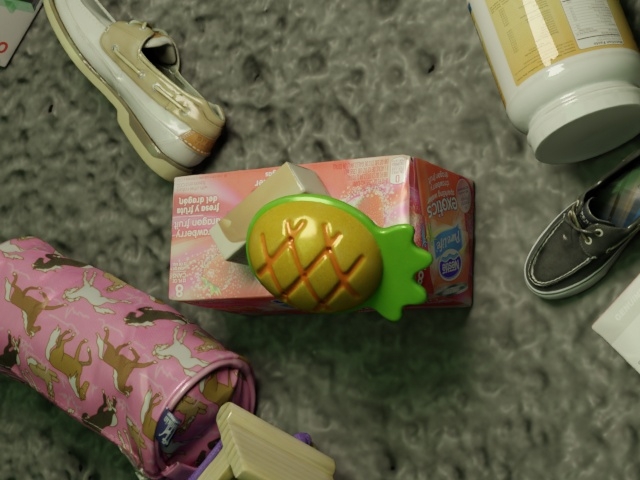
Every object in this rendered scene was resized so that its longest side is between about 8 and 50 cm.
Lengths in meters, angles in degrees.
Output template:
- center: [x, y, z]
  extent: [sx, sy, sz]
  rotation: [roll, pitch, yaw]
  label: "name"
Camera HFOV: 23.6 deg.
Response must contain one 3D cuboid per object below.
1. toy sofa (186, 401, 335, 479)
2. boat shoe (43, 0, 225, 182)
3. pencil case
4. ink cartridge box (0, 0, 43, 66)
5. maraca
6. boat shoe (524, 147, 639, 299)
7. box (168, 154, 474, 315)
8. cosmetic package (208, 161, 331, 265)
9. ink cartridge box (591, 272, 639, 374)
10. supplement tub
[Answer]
- center: [-0.143, 0.345, 1.629]
  extent: [0.362, 0.150, 0.177]
  rotation: [-51, 27, 14]
  label: "toy sofa"
- center: [-0.220, -0.213, 1.854]
  extent: [0.103, 0.113, 0.302]
  rotation: [-43, 73, 17]
  label: "boat shoe"
- center: [-0.259, 0.134, 1.781]
  extent: [0.386, 0.167, 0.160]
  rotation: [28, 129, 33]
  label: "pencil case"
- center: [-0.433, -0.382, 1.956]
  extent: [0.117, 0.201, 0.278]
  rotation: [39, 102, 31]
  label: "ink cartridge box"
- center: [0.016, 0.018, 1.487]
  extent: [0.186, 0.099, 0.127]
  rotation: [12, 121, 11]
  label: "maraca"
- center: [0.285, -0.026, 1.517]
  extent: [0.228, 0.076, 0.080]
  rotation: [-37, 64, 21]
  label: "boat shoe"
- center: [0.000, 0.000, 1.645]
  extent: [0.300, 0.154, 0.142]
  rotation: [-4, 79, 30]
  label: "box"
- center: [-0.051, -0.026, 1.556]
  extent: [0.115, 0.060, 0.041]
  rotation: [-40, 64, 18]
  label: "cosmetic package"
- center: [0.443, 0.065, 1.408]
  extent: [0.296, 0.066, 0.261]
  rotation: [-50, 60, 14]
  label: "ink cartridge box"
- center: [0.240, -0.192, 1.536]
  extent: [0.144, 0.144, 0.199]
  rotation: [-27, 68, 25]
  label: "supplement tub"
